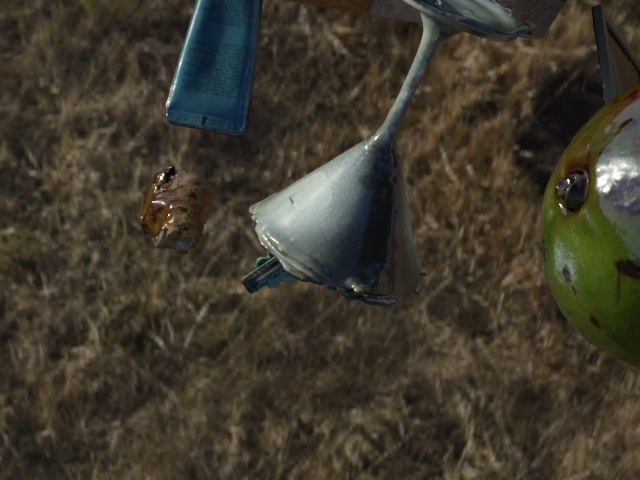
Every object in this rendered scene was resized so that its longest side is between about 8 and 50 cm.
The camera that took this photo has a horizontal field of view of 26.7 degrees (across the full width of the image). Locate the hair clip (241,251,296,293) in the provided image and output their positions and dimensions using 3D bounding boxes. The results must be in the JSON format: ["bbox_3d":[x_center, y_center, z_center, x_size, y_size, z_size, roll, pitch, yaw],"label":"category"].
[{"bbox_3d":[0.000,0.001,1.318,0.173,0.049,0.049,-31,60,-1],"label":"hair clip"}]

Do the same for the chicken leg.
[{"bbox_3d":[-0.178,-0.029,1.703,0.087,0.251,0.107,23,99,-12],"label":"chicken leg"}]

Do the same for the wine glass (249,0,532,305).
[{"bbox_3d":[0.054,-0.085,1.019,0.156,0.232,0.156,20,25,-10],"label":"wine glass"}]

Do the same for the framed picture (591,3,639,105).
[{"bbox_3d":[0.362,-0.128,1.574,0.016,0.184,0.250,-13,65,25],"label":"framed picture"}]

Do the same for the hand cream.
[{"bbox_3d":[-0.092,-0.214,1.332,0.083,0.048,0.224,11,78,0],"label":"hand cream"}]

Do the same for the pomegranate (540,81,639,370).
[{"bbox_3d":[0.261,0.000,0.898,0.248,0.202,0.202,17,50,-25],"label":"pomegranate"}]

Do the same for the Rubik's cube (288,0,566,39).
[{"bbox_3d":[0.150,-0.472,1.538,0.344,0.347,0.346,9,69,-7],"label":"Rubik's cube"}]
